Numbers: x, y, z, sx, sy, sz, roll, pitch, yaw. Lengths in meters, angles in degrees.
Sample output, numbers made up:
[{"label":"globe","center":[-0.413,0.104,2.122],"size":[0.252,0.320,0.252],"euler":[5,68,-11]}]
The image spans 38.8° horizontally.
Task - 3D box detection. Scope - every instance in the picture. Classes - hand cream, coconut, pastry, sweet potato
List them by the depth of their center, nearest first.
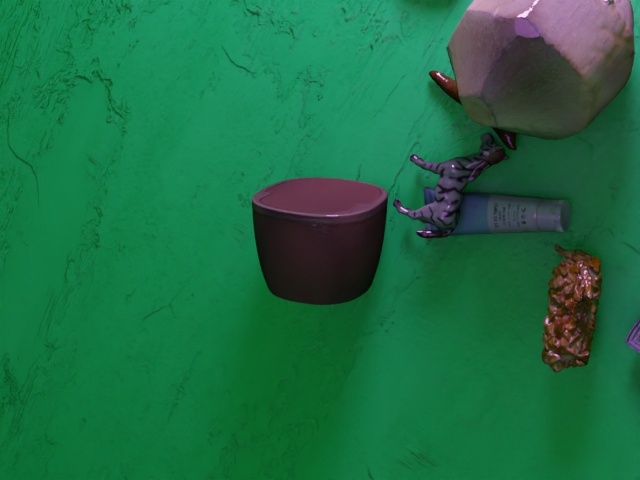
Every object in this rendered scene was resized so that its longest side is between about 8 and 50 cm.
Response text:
[{"label":"coconut","center":[0.403,-0.347,1.696],"size":[0.353,0.352,0.352],"euler":[5,103,24]},{"label":"pastry","center":[0.504,0.135,1.826],"size":[0.102,0.154,0.250],"euler":[9,107,25]},{"label":"sweet potato","center":[0.322,-0.285,1.877],"size":[0.249,0.069,0.059],"euler":[41,74,13]},{"label":"hand cream","center":[0.363,-0.053,1.916],"size":[0.312,0.070,0.111],"euler":[4,104,33]}]

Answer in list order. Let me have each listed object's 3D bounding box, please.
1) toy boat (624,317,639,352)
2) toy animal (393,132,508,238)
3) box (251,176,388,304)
[{"label":"toy boat","center":[0.748,0.165,1.750],"size":[0.320,0.092,0.141],"euler":[-16,91,28]},{"label":"toy animal","center":[0.258,-0.131,1.910],"size":[0.170,0.090,0.255],"euler":[39,106,29]},{"label":"box","center":[0.000,0.000,1.966],"size":[0.301,0.301,0.216],"euler":[8,108,24]}]
